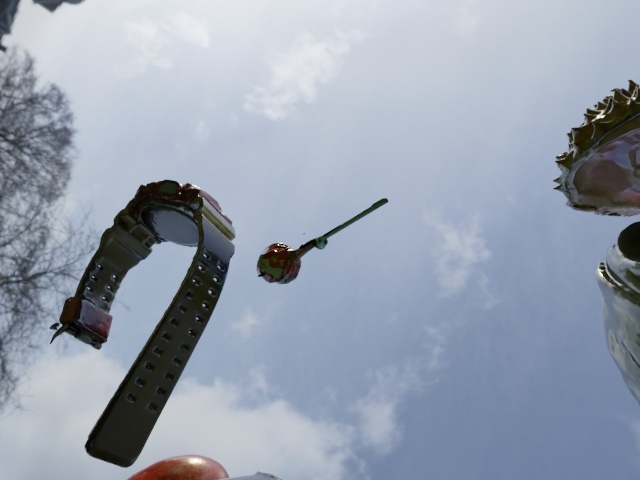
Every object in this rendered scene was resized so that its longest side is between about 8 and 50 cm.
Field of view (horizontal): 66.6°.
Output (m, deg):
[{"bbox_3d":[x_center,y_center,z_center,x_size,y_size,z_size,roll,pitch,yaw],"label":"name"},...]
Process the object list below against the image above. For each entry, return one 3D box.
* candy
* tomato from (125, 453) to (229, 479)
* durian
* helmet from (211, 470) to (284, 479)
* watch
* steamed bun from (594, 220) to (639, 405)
[{"bbox_3d":[0.000,0.000,0.550,0.185,0.056,0.049,-30,-113,27],"label":"candy"},{"bbox_3d":[-0.230,0.365,0.707,0.166,0.174,0.082,-18,-82,52],"label":"tomato"},{"bbox_3d":[0.421,-0.130,0.687,0.196,0.305,0.185,-29,-117,-5],"label":"durian"},{"bbox_3d":[-0.123,0.403,0.525,0.198,0.338,0.270,-3,-125,-1],"label":"helmet"},{"bbox_3d":[-0.183,0.062,0.486,0.165,0.102,0.268,3,-122,35],"label":"watch"},{"bbox_3d":[0.486,0.043,0.544,0.255,0.342,0.368,52,-51,2],"label":"steamed bun"}]
